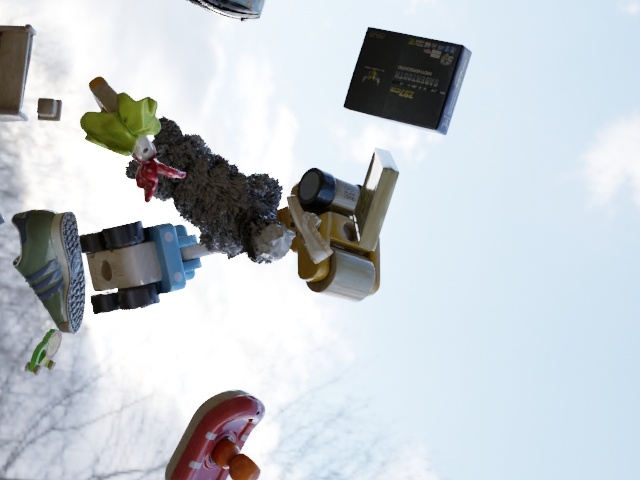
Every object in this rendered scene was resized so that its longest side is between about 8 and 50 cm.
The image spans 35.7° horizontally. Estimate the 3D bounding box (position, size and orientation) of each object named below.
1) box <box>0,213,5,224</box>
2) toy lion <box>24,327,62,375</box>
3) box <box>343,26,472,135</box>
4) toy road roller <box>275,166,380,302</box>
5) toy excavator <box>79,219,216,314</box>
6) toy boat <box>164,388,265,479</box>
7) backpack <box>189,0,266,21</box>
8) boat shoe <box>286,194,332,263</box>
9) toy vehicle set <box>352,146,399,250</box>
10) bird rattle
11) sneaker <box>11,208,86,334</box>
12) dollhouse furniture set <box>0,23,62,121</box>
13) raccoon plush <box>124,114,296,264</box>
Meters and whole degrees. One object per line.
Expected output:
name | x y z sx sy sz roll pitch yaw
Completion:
box | -0.821 -0.114 2.167 0.163 0.142 0.247 2 -59 64
toy lion | -0.597 0.239 2.161 0.100 0.034 0.096 -13 121 -77
box | 0.178 -0.333 2.062 0.232 0.059 0.183 19 -87 31
toy road roller | 0.000 0.000 2.431 0.240 0.202 0.330 -24 -121 43
toy excavator | -0.359 0.029 2.644 0.433 0.445 0.222 -9 -84 48
toy boat | -0.169 0.391 1.816 0.151 0.151 0.231 30 -85 30
backpack | -0.222 -0.626 2.469 0.144 0.188 0.166 -67 -163 -6
boat shoe | -0.024 -0.032 2.247 0.063 0.059 0.170 79 -14 -81
toy vehicle set | 0.113 -0.093 2.069 0.267 0.035 0.166 -92 -162 -75
bird rattle | -0.352 -0.207 1.871 0.143 0.253 0.207 -37 -116 -1
sneaker | -0.372 0.038 1.344 0.064 0.086 0.192 -69 165 -56
dollhouse furniture set | -0.687 -0.390 2.107 0.174 0.355 0.303 67 28 -79
raccoon plush | -0.226 -0.124 2.090 0.216 0.299 0.446 -58 -157 -13
